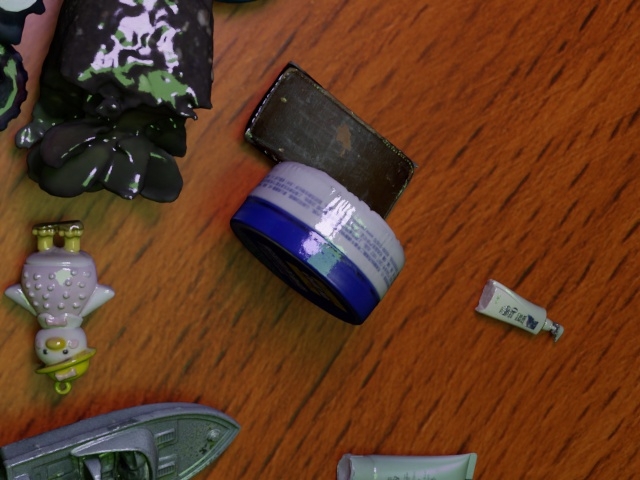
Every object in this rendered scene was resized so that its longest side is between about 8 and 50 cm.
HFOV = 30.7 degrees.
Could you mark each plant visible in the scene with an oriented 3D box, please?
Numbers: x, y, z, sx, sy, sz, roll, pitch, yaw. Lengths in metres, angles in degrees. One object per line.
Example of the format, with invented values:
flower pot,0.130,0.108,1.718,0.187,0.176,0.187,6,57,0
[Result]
plant,-0.222,-0.175,1.316,0.199,0.188,0.276,12,91,-21

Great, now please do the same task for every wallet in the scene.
wallet,0.012,-0.115,1.499,0.232,0.031,0.122,38,77,-22

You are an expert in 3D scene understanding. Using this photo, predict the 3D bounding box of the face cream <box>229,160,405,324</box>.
face cream,0.000,0.000,1.410,0.206,0.206,0.111,41,79,-20

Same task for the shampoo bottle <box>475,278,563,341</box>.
shampoo bottle,0.282,0.101,1.625,0.141,0.034,0.049,24,81,-23

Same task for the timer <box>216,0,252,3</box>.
timer,-0.096,-0.474,1.378,0.309,0.115,0.340,40,81,-23

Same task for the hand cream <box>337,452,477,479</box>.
hand cream,0.121,0.319,1.577,0.205,0.050,0.078,10,91,-26

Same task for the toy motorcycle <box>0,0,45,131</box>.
toy motorcycle,-0.412,-0.314,1.236,0.232,0.172,0.416,3,103,-28

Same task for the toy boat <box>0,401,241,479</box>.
toy boat,-0.240,0.270,1.395,0.319,0.092,0.141,-16,129,-27

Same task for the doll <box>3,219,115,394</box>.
doll,-0.306,0.079,1.368,0.129,0.081,0.207,-1,98,-2
